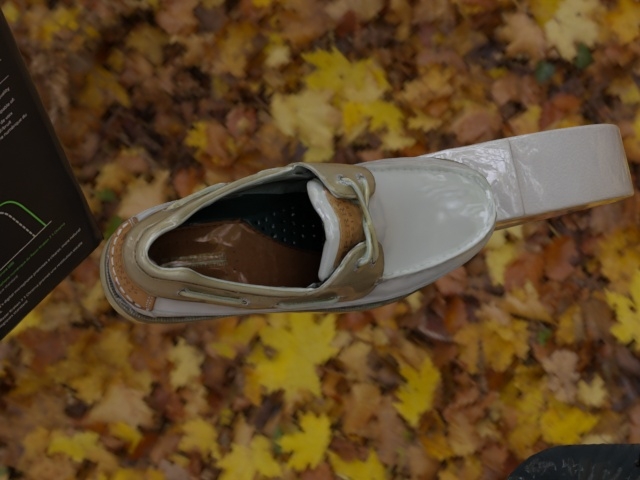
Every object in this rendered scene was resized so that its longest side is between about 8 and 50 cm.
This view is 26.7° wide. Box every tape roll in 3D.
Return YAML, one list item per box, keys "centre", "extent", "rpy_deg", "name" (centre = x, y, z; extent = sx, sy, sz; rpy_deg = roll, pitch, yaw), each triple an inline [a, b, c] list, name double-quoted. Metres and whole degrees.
- centre: [0.100, -0.031, 1.278]
  extent: [0.392, 0.392, 0.072]
  rpy_deg: [-13, 88, 27]
  name: "tape roll"

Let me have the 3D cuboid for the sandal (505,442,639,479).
- centre: [0.279, 0.199, 1.020]
  extent: [0.446, 0.107, 0.167]
  rpy_deg: [-18, 37, 47]
  name: "sandal"

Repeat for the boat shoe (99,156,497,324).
- centre: [0.000, 0.000, 0.960]
  extent: [0.302, 0.103, 0.113]
  rpy_deg: [-14, 86, -20]
  name: "boat shoe"

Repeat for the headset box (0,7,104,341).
- centre: [-0.244, -0.093, 0.516]
  extent: [0.246, 0.283, 0.131]
  rpy_deg: [31, 65, 27]
  name: "headset box"
